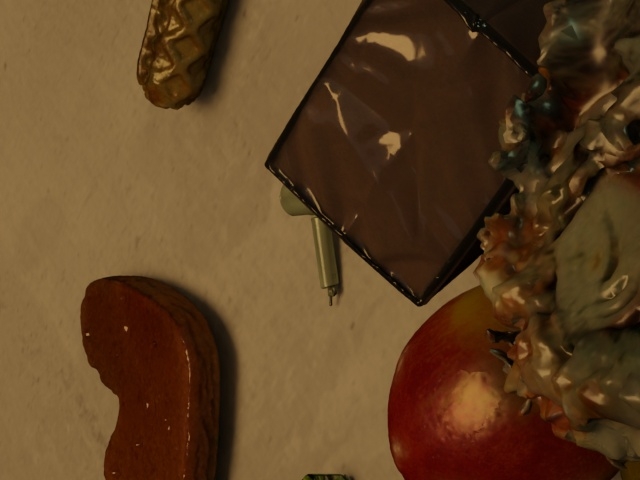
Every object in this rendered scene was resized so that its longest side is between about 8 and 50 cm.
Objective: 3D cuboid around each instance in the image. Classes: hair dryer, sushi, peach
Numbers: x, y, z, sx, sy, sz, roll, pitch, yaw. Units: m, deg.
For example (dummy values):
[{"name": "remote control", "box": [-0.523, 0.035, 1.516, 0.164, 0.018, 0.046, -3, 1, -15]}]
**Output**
[{"name": "hair dryer", "box": [0.000, 0.000, 1.679, 0.063, 0.038, 0.124, -4, 97, 54]}, {"name": "sushi", "box": [0.269, -0.026, 1.072, 0.417, 0.176, 0.417, -26, 45, 29]}, {"name": "peach", "box": [0.147, 0.124, 1.366, 0.192, 0.190, 0.190, -43, 59, 38]}]

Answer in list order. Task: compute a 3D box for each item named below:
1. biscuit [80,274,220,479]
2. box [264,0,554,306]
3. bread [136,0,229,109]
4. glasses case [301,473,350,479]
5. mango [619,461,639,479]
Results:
[{"name": "biscuit", "box": [-0.182, 0.179, 1.907, 0.262, 0.052, 0.277, 14, 104, 56]}, {"name": "box", "box": [0.104, -0.105, 1.388, 0.188, 0.153, 0.252, 44, 130, 8]}, {"name": "bread", "box": [-0.114, -0.299, 1.767, 0.084, 0.077, 0.367, 38, 122, 43]}, {"name": "glasses case", "box": [-0.041, 0.333, 1.725, 0.272, 0.062, 0.095, -51, 48, 40]}, {"name": "mango", "box": [0.298, 0.130, 1.206, 0.289, 0.146, 0.129, -29, 66, 50]}]
